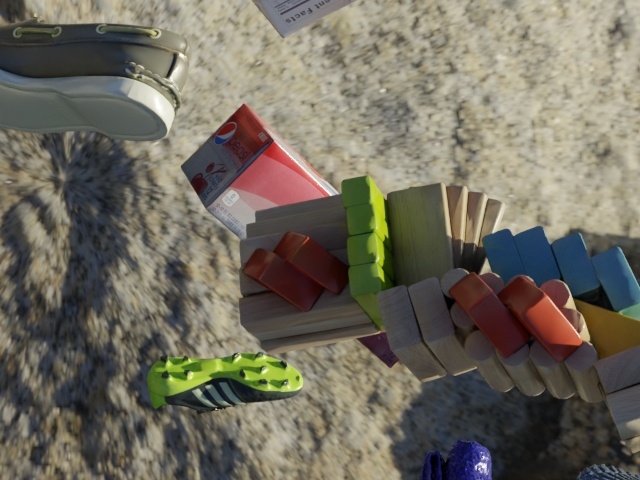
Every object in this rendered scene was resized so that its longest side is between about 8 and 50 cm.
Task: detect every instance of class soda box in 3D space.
[{"bbox_3d":[0.000,0.000,1.149,0.083,0.092,0.263,-45,124,5],"label":"soda box"}]

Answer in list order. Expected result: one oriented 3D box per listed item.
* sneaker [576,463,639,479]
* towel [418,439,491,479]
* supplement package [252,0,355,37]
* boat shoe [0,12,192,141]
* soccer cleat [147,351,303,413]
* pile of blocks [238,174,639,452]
[{"bbox_3d":[0.247,0.213,0.985,0.135,0.052,0.058,20,95,-25],"label":"sneaker"},{"bbox_3d":[0.112,0.379,1.296,0.076,0.227,0.308,11,49,-4],"label":"towel"},{"bbox_3d":[-0.045,-0.343,1.246,0.139,0.133,0.244,-22,129,26],"label":"supplement package"},{"bbox_3d":[-0.257,-0.163,1.232,0.305,0.109,0.091,9,66,29],"label":"boat shoe"},{"bbox_3d":[-0.111,0.168,1.494,0.179,0.060,0.072,3,133,-6],"label":"soccer cleat"},{"bbox_3d":[0.099,0.026,0.830,0.362,0.112,0.149,14,75,22],"label":"pile of blocks"}]
